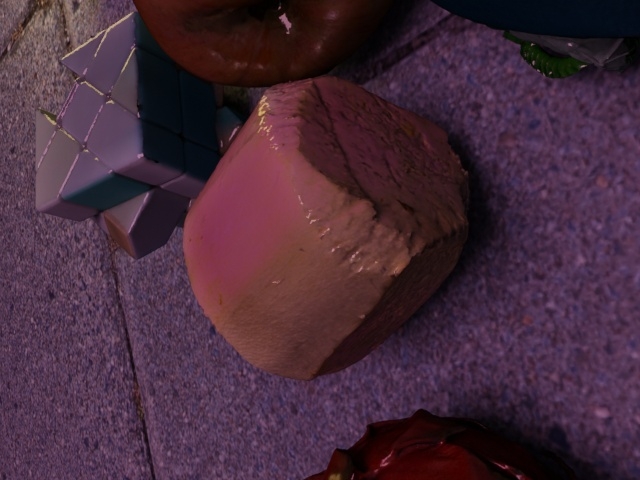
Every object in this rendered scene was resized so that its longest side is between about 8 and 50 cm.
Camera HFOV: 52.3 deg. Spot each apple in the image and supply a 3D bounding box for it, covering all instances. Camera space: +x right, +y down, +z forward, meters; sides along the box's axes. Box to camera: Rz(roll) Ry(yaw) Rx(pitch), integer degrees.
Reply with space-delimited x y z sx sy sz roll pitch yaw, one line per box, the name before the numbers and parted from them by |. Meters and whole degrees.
apple | -0.054 -0.262 0.597 0.261 0.261 0.193 -38 51 40

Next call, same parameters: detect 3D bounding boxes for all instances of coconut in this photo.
coconut | 0.000 0.000 0.579 0.245 0.233 0.233 -50 59 42

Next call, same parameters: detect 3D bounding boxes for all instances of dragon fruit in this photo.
dragon fruit | 0.113 0.247 0.498 0.293 0.234 0.233 -7 88 31

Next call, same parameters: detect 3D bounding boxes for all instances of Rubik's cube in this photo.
Rubik's cube | -0.189 -0.109 0.772 0.224 0.213 0.265 -17 70 30

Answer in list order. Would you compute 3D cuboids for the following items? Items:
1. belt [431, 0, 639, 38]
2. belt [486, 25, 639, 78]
belt | 0.164 -0.261 0.308 0.437 0.173 0.300 21 85 50
belt | 0.161 -0.163 0.470 0.151 0.121 0.079 35 115 37
